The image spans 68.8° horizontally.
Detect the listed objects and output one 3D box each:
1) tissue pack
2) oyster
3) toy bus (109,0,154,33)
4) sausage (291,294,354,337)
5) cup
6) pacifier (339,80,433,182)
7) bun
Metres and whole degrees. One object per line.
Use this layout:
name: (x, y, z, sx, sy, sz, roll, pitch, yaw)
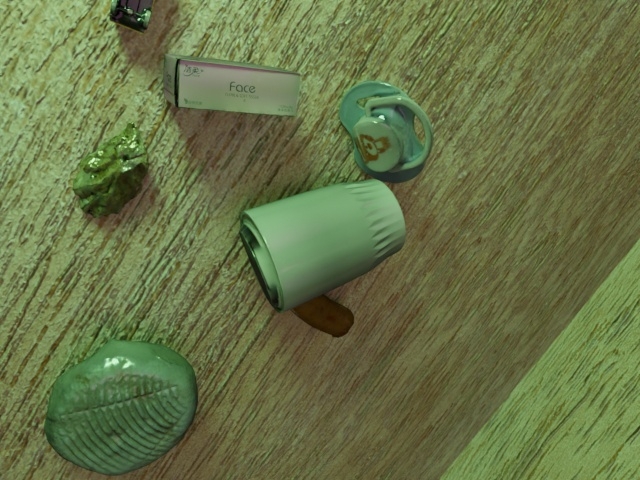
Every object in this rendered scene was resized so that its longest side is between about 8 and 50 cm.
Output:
tissue pack: (-0.184, -0.317, 0.953, 0.246, 0.148, 0.092, -4, 114, -28)
oyster: (-0.422, -0.130, 0.968, 0.209, 0.072, 0.133, -41, 122, -2)
toy bus: (-0.329, -0.467, 0.847, 0.070, 0.074, 0.162, 15, 108, -24)
sausage: (-0.018, 0.180, 1.307, 0.109, 0.109, 0.270, -47, 126, 0)
cup: (0.000, 0.000, 1.141, 0.372, 0.253, 0.253, -21, 121, -20)
pacifier: (0.181, -0.283, 1.160, 0.207, 0.227, 0.279, -60, 137, -41)
bun: (-0.462, 0.380, 1.121, 0.355, 0.194, 0.354, -10, 118, -19)
